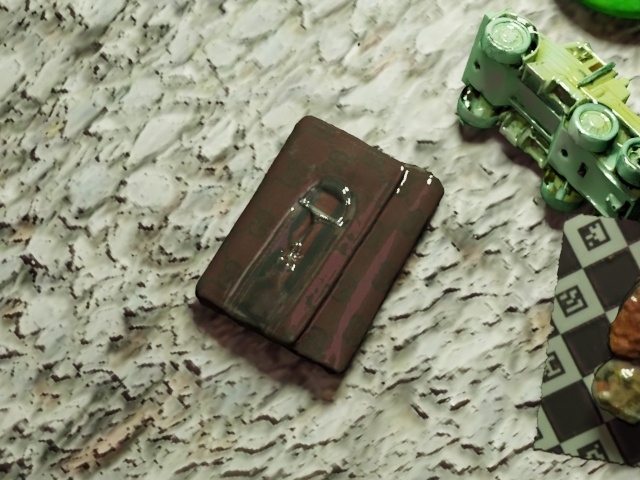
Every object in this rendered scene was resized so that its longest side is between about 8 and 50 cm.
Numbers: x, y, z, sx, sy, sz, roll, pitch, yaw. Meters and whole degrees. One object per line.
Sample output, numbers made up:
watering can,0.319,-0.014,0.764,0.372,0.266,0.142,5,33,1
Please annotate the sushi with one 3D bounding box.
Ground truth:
sushi,0.316,0.102,1.564,0.220,0.047,0.231,8,95,13

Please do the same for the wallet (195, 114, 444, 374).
wallet,0.000,0.000,1.697,0.182,0.049,0.229,27,78,20

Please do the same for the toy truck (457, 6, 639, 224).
toy truck,0.256,-0.117,1.659,0.135,0.128,0.259,-35,68,-31

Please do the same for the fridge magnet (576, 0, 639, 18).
fridge magnet,0.321,-0.317,1.709,0.208,0.088,0.208,-3,72,11
